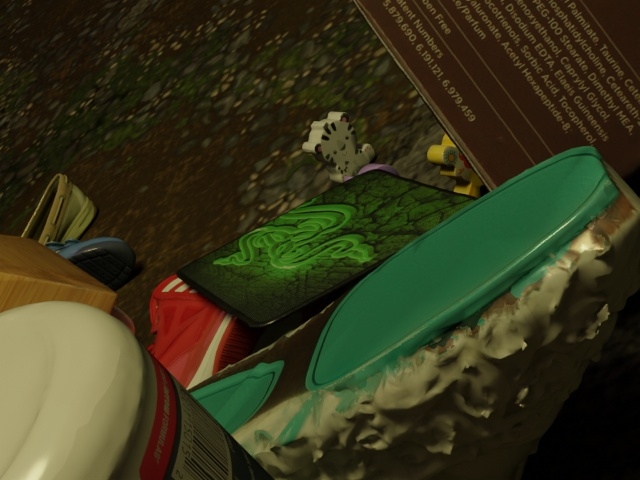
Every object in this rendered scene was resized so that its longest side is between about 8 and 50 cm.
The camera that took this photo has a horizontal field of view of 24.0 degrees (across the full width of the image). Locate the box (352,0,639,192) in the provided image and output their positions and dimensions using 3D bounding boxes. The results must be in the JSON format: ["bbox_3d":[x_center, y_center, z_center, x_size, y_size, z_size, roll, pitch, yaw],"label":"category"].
[{"bbox_3d":[0.151,-0.121,0.836,0.203,0.167,0.168,-36,-4,8],"label":"box"}]

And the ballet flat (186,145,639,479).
[{"bbox_3d":[0.020,0.097,0.770,0.409,0.147,0.147,-32,28,31],"label":"ballet flat"}]

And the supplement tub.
[{"bbox_3d":[-0.078,0.175,0.634,0.191,0.272,0.191,-30,29,19],"label":"supplement tub"}]

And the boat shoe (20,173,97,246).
[{"bbox_3d":[-0.258,0.009,1.339,0.056,0.048,0.153,-3,45,50],"label":"boat shoe"}]

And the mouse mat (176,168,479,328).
[{"bbox_3d":[0.000,0.000,0.903,0.153,0.007,0.190,-28,16,-14],"label":"mouse mat"}]

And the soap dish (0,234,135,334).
[{"bbox_3d":[-0.259,0.130,1.011,0.291,0.118,0.229,-61,26,-4],"label":"soap dish"}]

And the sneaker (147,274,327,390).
[{"bbox_3d":[-0.090,0.104,0.954,0.221,0.087,0.128,-48,25,-6],"label":"sneaker"}]

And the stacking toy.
[{"bbox_3d":[0.007,-0.002,1.025,0.221,0.052,0.167,-51,29,-19],"label":"stacking toy"}]

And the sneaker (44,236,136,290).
[{"bbox_3d":[-0.213,0.023,1.253,0.144,0.053,0.059,-23,39,28],"label":"sneaker"}]
